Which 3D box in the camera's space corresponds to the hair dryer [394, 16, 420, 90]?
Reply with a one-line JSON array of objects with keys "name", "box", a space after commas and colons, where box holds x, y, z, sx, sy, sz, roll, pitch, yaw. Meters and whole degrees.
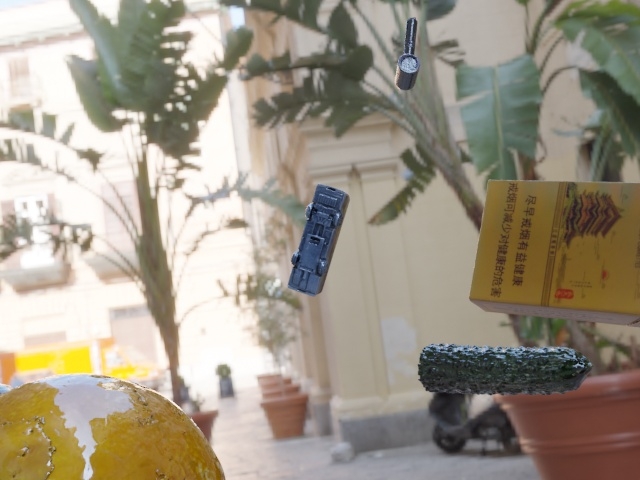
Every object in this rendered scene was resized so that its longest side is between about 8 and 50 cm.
[{"name": "hair dryer", "box": [0.101, -0.220, 1.088, 0.026, 0.083, 0.047, 5, -18, -1]}]

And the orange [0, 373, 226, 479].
[{"name": "orange", "box": [-0.194, 0.230, 0.755, 0.246, 0.246, 0.246, -7, -5, -1]}]

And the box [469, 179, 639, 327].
[{"name": "box", "box": [0.341, 0.015, 1.213, 0.274, 0.174, 0.076, 3, -14, 32]}]

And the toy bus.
[{"name": "toy bus", "box": [0.000, 0.000, 1.632, 0.064, 0.190, 0.075, 18, 5, 16]}]

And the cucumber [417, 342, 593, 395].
[{"name": "cucumber", "box": [0.334, 0.230, 1.677, 0.096, 0.096, 0.359, -2, -3, -44]}]

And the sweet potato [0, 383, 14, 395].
[{"name": "sweet potato", "box": [-0.379, 0.217, 1.048, 0.098, 0.124, 0.310, -45, 7, -39]}]
